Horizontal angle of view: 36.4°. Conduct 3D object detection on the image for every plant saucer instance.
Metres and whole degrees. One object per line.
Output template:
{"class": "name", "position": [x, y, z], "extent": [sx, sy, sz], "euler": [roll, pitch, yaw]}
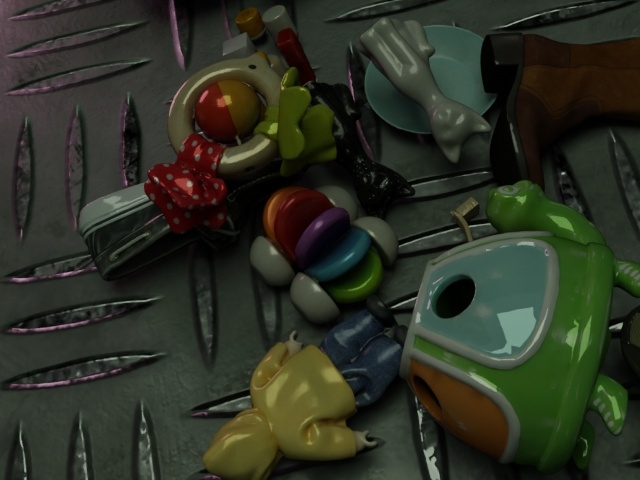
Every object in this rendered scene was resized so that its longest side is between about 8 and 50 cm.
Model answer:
{"class": "plant saucer", "position": [0.161, -0.222, 1.385], "extent": [0.194, 0.037, 0.195], "euler": [-4, 60, 7]}

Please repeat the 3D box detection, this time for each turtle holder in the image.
{"class": "turtle holder", "position": [0.219, 0.080, 1.063], "extent": [0.227, 0.243, 0.320], "euler": [14, 86, 9]}

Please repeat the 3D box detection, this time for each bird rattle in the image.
{"class": "bird rattle", "position": [-0.111, -0.130, 1.222], "extent": [0.253, 0.143, 0.207], "euler": [-27, 61, 9]}

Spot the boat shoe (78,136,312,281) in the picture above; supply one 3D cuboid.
{"class": "boat shoe", "position": [-0.154, -0.038, 1.308], "extent": [0.335, 0.121, 0.119], "euler": [-23, 73, 3]}

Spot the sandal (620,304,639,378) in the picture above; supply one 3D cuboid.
{"class": "sandal", "position": [0.473, 0.167, 1.083], "extent": [0.302, 0.086, 0.120], "euler": [23, 65, 5]}

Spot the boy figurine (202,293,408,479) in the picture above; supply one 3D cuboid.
{"class": "boy figurine", "position": [-0.008, 0.194, 1.147], "extent": [0.285, 0.092, 0.177], "euler": [-39, 62, -12]}

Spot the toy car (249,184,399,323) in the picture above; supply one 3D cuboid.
{"class": "toy car", "position": [0.000, 0.000, 1.229], "extent": [0.159, 0.136, 0.182], "euler": [-42, 61, -14]}

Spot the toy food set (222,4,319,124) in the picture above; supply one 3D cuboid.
{"class": "toy food set", "position": [-0.070, -0.250, 1.430], "extent": [0.111, 0.104, 0.232], "euler": [-21, 40, 14]}

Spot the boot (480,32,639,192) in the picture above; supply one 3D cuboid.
{"class": "boot", "position": [0.365, -0.160, 1.297], "extent": [0.280, 0.096, 0.264], "euler": [1, 58, -6]}

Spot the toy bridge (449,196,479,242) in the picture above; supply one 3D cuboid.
{"class": "toy bridge", "position": [0.230, 0.021, 1.239], "extent": [0.063, 0.026, 0.188], "euler": [-39, 61, -11]}

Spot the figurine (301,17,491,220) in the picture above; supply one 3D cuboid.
{"class": "figurine", "position": [0.095, -0.161, 1.301], "extent": [0.215, 0.092, 0.209], "euler": [-39, 74, 15]}
